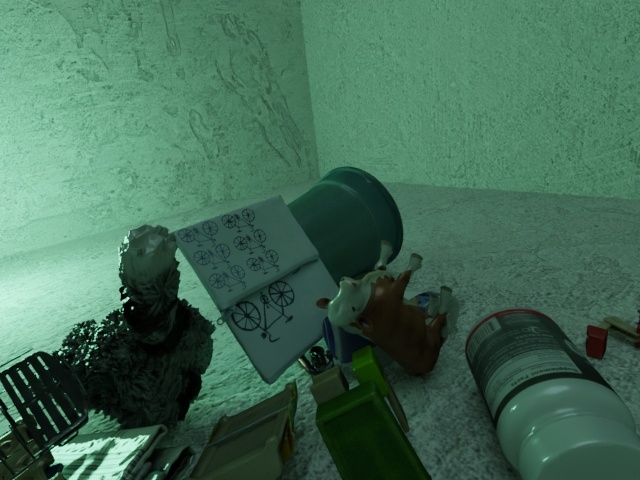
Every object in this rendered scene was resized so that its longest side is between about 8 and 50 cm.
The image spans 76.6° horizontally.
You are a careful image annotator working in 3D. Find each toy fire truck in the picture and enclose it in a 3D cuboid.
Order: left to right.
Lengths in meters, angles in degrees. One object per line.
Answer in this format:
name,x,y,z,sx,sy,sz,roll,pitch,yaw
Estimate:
toy fire truck,0.611,0.177,0.795,0.135,0.047,0.192,7,22,40

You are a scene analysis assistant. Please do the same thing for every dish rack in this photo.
dish rack,-0.441,0.236,0.488,0.208,0.074,0.272,26,44,33

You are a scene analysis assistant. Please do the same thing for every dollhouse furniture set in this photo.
dollhouse furniture set,-0.020,0.309,0.592,0.302,0.151,0.197,-28,1,5

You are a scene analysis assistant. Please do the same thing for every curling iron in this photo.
curling iron,-0.059,0.227,0.910,0.068,0.035,0.274,-13,19,-32

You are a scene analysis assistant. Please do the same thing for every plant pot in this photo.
plant pot,0.000,0.000,1.166,0.334,0.340,0.341,-31,29,-36

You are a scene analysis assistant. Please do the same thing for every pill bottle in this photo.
pill bottle,0.315,0.226,0.568,0.162,0.161,0.283,-4,18,8

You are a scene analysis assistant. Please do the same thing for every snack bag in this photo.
snack bag,-0.094,0.081,0.844,0.037,0.342,0.323,-37,-6,39

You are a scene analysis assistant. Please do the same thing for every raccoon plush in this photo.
raccoon plush,-0.358,0.133,0.695,0.300,0.445,0.216,14,24,11

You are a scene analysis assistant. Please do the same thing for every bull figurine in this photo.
bull figurine,0.131,0.121,0.723,0.101,0.310,0.188,11,62,51

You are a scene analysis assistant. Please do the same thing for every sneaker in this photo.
sneaker,0.131,0.171,0.900,0.316,0.127,0.182,-9,13,-29

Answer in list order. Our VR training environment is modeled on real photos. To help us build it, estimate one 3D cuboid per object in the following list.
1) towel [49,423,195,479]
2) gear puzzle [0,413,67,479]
towel,-0.356,0.354,0.484,0.325,0.056,0.312,-13,15,24
gear puzzle,-0.456,0.355,0.430,0.176,0.044,0.339,22,43,38
